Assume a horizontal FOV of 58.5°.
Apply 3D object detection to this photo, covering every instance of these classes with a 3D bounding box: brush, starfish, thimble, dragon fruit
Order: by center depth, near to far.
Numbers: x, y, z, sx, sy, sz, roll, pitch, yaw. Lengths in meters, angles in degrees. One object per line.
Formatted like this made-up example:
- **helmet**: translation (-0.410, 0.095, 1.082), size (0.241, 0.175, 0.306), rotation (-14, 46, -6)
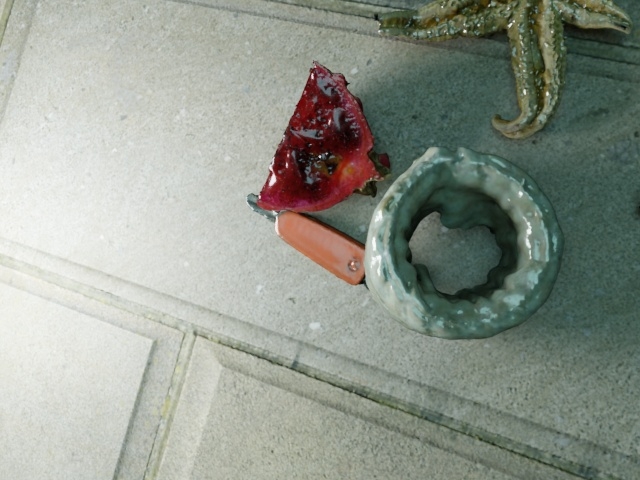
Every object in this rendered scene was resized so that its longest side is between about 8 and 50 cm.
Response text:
- **thimble**: translation (0.206, 0.003, 0.872), size (0.291, 0.195, 0.292), rotation (-1, 83, 5)
- **starfish**: translation (0.283, -0.397, 0.960), size (0.324, 0.082, 0.432), rotation (-44, 81, 12)
- **dragon fruit**: translation (0.024, -0.148, 0.998), size (0.211, 0.134, 0.262), rotation (31, 109, 4)
- **brush**: translation (0.000, 0.000, 1.024), size (0.323, 0.051, 0.070), rotation (33, 101, 13)

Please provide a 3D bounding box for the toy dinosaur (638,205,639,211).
- **toy dinosaur**: translation (0.595, -0.066, 0.879), size (0.187, 0.087, 0.179), rotation (-17, 117, 29)
